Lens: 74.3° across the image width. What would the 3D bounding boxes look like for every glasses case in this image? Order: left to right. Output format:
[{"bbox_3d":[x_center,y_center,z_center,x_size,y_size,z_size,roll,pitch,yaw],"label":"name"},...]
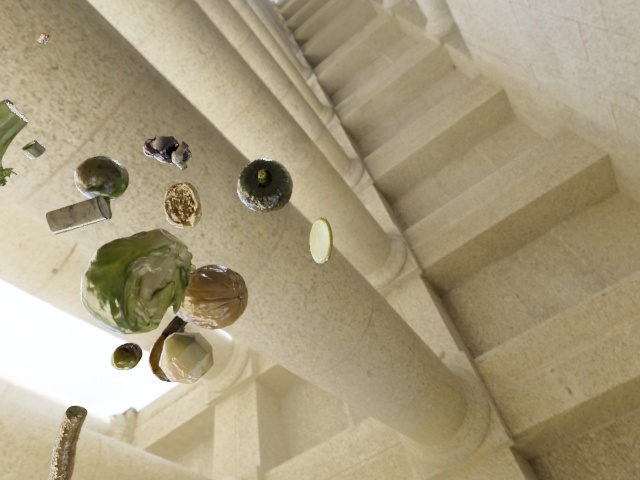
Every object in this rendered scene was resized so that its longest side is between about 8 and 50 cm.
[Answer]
[{"bbox_3d":[-1.107,-0.112,1.928,0.299,0.114,0.060,-15,-171,15],"label":"glasses case"}]

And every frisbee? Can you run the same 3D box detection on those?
[{"bbox_3d":[0.000,0.000,2.099,0.236,0.017,0.236,1,-89,64],"label":"frisbee"}]

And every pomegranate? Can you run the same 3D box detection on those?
[{"bbox_3d":[-1.041,-0.259,2.054,0.242,0.306,0.242,-22,-177,1],"label":"pomegranate"}]

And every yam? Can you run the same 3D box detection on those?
[{"bbox_3d":[-0.814,0.672,1.354,0.081,0.081,0.357,48,-60,56],"label":"yam"}]

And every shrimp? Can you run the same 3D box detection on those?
[{"bbox_3d":[-0.758,0.561,2.311,0.085,0.272,0.445,-23,-145,37],"label":"shrimp"}]

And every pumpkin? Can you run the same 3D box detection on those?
[{"bbox_3d":[-0.290,-0.291,2.223,0.300,0.207,0.300,0,-110,1],"label":"pumpkin"}]

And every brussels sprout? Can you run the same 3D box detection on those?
[{"bbox_3d":[-0.625,0.124,1.441,0.315,0.276,0.371,24,-106,35],"label":"brussels sprout"}]

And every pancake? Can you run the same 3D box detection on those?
[{"bbox_3d":[-0.763,-0.193,2.340,0.282,0.049,0.282,1,-89,27],"label":"pancake"}]

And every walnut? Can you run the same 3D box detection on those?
[{"bbox_3d":[-0.462,0.232,1.765,0.313,0.252,0.277,1,-154,25],"label":"walnut"}]

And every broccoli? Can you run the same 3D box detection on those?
[{"bbox_3d":[-0.883,-0.271,1.073,0.243,0.263,0.247,-40,-142,-11],"label":"broccoli"}]

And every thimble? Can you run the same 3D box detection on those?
[{"bbox_3d":[-1.467,-0.464,2.160,0.110,0.062,0.084,-1,-126,27],"label":"thimble"}]

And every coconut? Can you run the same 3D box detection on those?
[{"bbox_3d":[-0.652,0.554,2.045,0.259,0.259,0.259,-28,-142,24],"label":"coconut"}]

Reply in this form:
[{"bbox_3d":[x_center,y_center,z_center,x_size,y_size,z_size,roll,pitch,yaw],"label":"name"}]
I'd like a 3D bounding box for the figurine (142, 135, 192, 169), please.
[{"bbox_3d":[-0.735,-0.423,2.011,0.222,0.145,0.145,24,-110,18],"label":"figurine"}]

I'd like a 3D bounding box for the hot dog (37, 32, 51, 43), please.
[{"bbox_3d":[-1.166,-0.850,1.785,0.083,0.037,0.021,-9,-91,45],"label":"hot dog"}]

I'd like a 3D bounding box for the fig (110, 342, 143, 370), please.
[{"bbox_3d":[-0.968,0.578,2.111,0.153,0.121,0.136,-14,-138,-25],"label":"fig"}]
